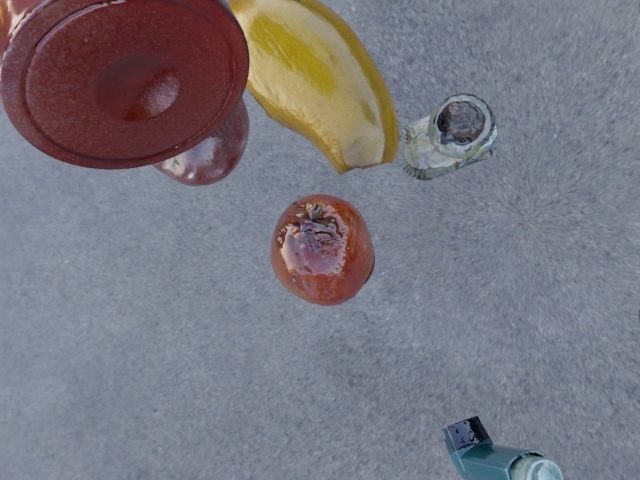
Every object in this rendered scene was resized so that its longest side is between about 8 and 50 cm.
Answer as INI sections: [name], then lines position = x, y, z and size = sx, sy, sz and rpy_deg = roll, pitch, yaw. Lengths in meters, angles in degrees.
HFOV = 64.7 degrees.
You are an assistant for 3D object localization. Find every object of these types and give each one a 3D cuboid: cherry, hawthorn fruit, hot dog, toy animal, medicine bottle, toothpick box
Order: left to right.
[toothpick box]
position = -0.223, -0.258, 0.480
size = 0.204, 0.204, 0.333
rpy_deg = -37, 65, 19
[cherry]
position = -0.260, -0.236, 1.056
size = 0.239, 0.239, 0.206
rpy_deg = 37, 130, 17
[hawthorn fruit]
position = 0.000, 0.000, 1.238
size = 0.275, 0.307, 0.276
rpy_deg = -5, 56, 7
[hot dog]
position = 0.326, -0.257, 1.290
size = 0.270, 0.082, 0.163
rpy_deg = -21, 106, 2
[toy animal]
position = 0.225, -0.187, 0.763
size = 0.098, 0.098, 0.137
rpy_deg = 42, 71, 16
[medicine bottle]
position = 0.309, 0.383, 0.882
size = 0.079, 0.258, 0.124
rpy_deg = -11, 78, -15

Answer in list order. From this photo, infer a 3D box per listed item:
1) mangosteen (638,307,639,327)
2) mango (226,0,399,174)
[mangosteen]
position = 0.832, 0.207, 1.124
size = 0.231, 0.289, 0.231
rpy_deg = 30, 146, 24
[mango]
position = -0.014, -0.248, 0.760
size = 0.359, 0.144, 0.187
rpy_deg = 42, 128, 10
